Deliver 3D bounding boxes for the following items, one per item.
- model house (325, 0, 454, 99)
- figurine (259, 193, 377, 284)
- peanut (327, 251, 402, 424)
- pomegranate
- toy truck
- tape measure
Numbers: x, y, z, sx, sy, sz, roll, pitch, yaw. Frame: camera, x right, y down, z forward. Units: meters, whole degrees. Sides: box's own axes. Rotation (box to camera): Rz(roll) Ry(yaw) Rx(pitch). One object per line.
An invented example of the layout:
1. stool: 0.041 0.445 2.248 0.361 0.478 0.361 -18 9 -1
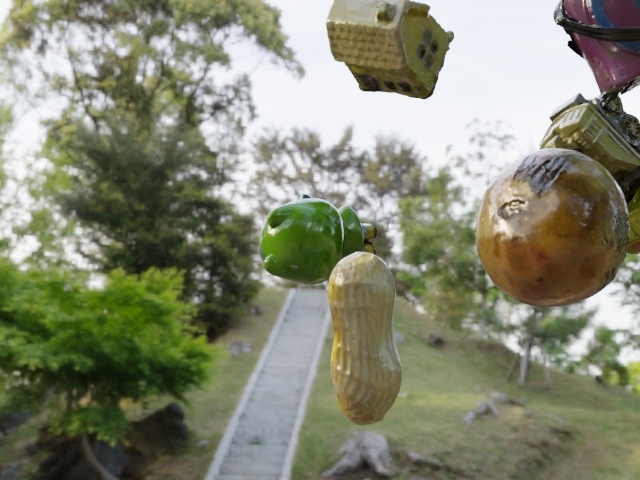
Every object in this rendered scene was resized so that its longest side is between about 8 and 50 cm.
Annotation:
1. model house: 0.134 -0.421 1.756 0.193 0.175 0.234 18 -15 35
2. figurine: 0.000 0.000 1.578 0.263 0.162 0.143 1 11 -44
3. peanut: 0.052 0.117 1.023 0.087 0.207 0.087 -2 3 0
4. pomegranate: 0.459 -0.025 1.718 0.321 0.322 0.322 2 -15 0
5. toy truck: 0.698 -0.154 2.057 0.405 0.254 0.180 47 -35 -6
6. tape measure: 0.542 -0.389 1.509 0.245 0.232 0.149 -24 -11 3
